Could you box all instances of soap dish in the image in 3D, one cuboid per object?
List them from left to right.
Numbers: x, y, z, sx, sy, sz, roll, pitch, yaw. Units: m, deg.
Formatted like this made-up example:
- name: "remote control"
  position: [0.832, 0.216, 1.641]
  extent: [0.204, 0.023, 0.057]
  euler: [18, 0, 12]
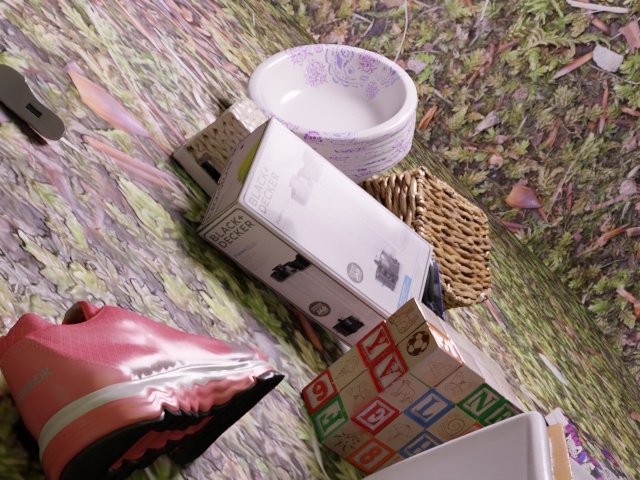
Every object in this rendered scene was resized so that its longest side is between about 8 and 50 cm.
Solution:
- name: "soap dish"
  position: [0.127, 0.275, 1.019]
  extent: [0.118, 0.229, 0.291]
  euler: [64, 12, -7]

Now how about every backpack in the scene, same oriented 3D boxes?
- name: "backpack"
  position: [0.124, 0.080, 1.733]
  extent: [0.101, 0.098, 0.120]
  euler: [147, -57, -68]

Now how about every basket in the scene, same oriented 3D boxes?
- name: "basket"
  position: [-0.116, -0.123, 1.597]
  extent: [0.113, 0.103, 0.167]
  euler: [48, 12, -7]
- name: "basket"
  position: [0.146, 0.025, 2.046]
  extent: [0.299, 0.223, 0.213]
  euler: [29, 56, -55]

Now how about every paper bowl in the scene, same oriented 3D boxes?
- name: "paper bowl"
  position: [0.016, -0.197, 1.948]
  extent: [0.284, 0.284, 0.148]
  euler: [-118, -156, -45]

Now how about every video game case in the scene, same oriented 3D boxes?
- name: "video game case"
  position: [0.542, 0.449, 2.216]
  extent: [0.232, 0.042, 0.210]
  euler: [40, 14, -32]

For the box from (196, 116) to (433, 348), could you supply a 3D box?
- name: "box"
  position: [0.000, 0.000, 1.467]
  extent: [0.290, 0.087, 0.169]
  euler: [38, 44, -19]

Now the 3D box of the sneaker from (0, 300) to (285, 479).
- name: "sneaker"
  position: [-0.132, 0.096, 0.902]
  extent: [0.136, 0.116, 0.314]
  euler: [50, 13, 14]

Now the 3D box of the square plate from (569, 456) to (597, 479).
- name: "square plate"
  position: [0.431, 0.460, 1.816]
  extent: [0.344, 0.049, 0.347]
  euler: [39, 16, -36]

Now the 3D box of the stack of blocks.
- name: "stack of blocks"
  position: [0.143, 0.212, 1.331]
  extent: [0.297, 0.171, 0.087]
  euler: [39, 16, -36]

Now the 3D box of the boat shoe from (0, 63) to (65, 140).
- name: "boat shoe"
  position: [-0.306, -0.142, 1.210]
  extent: [0.100, 0.035, 0.035]
  euler: [43, -13, -8]
